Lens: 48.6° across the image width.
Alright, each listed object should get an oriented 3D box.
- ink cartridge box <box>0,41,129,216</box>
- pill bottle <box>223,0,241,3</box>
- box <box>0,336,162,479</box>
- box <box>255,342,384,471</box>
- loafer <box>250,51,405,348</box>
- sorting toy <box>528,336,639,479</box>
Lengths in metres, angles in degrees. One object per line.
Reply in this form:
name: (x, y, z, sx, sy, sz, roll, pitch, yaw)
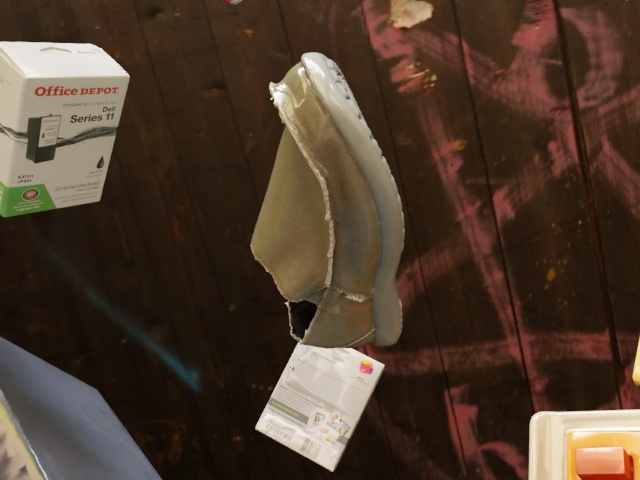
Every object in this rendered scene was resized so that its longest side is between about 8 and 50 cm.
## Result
ink cartridge box: (-0.357, -0.148, 0.940, 0.087, 0.153, 0.208, 41, -55, 26)
pill bottle: (-0.175, -0.383, 0.907, 0.180, 0.108, 0.108, 12, -60, -28)
box: (-0.451, 0.443, 0.909, 0.472, 0.297, 0.480, -50, -134, -6)
box: (0.000, 0.256, 1.157, 0.145, 0.038, 0.186, 25, -98, 12)
loafer: (0.000, 0.000, 0.448, 0.087, 0.094, 0.251, -17, -42, -4)
sorting toy: (0.252, 0.208, 0.529, 0.195, 0.348, 0.047, -8, -36, 29)
